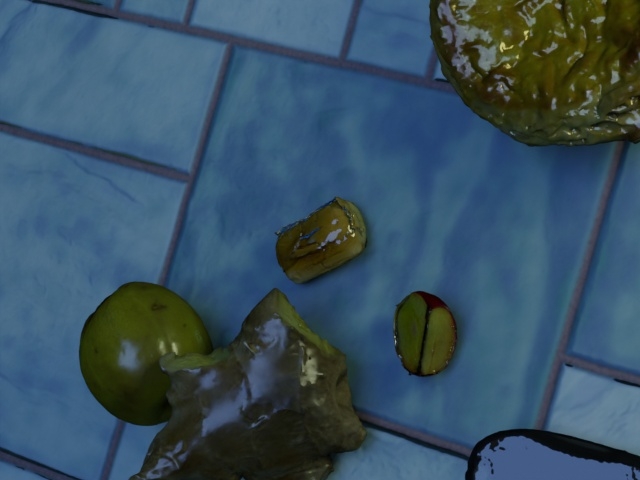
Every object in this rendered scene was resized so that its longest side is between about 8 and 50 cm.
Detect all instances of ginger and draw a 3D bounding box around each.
[{"bbox_3d":[-0.087,0.196,2.128,0.270,0.123,0.219,-39,96,8],"label":"ginger"}]

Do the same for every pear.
[{"bbox_3d":[-0.196,0.126,2.216,0.149,0.149,0.162,-42,68,18],"label":"pear"}]

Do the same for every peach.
[{"bbox_3d":[0.114,0.099,2.091,0.077,0.050,0.083,-44,50,43],"label":"peach"}]

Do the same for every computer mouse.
[{"bbox_3d":[0.250,0.256,1.970,0.217,0.073,0.122,16,92,25],"label":"computer mouse"}]

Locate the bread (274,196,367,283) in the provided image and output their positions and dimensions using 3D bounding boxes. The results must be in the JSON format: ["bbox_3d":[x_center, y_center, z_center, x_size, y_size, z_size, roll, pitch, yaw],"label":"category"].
[{"bbox_3d":[0.000,0.000,2.178,0.106,0.053,0.072,-29,64,29],"label":"bread"}]

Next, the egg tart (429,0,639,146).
[{"bbox_3d":[0.265,-0.248,2.023,0.341,0.129,0.341,-5,80,30],"label":"egg tart"}]
